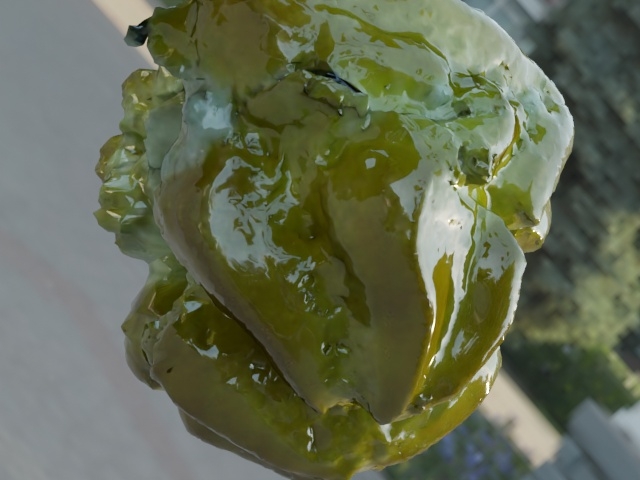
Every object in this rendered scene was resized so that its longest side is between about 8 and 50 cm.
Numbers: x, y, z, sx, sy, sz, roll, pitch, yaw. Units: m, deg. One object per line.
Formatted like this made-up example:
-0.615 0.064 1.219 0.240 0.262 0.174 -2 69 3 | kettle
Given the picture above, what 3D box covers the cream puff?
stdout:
0.006 0.001 0.734 0.195 0.194 0.221 49 -18 5 | cream puff
